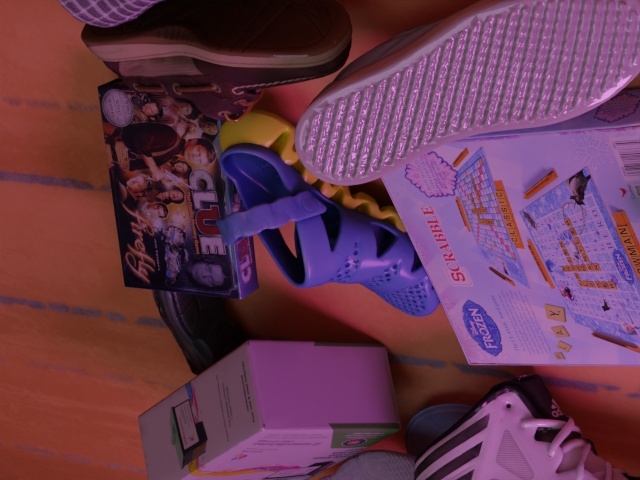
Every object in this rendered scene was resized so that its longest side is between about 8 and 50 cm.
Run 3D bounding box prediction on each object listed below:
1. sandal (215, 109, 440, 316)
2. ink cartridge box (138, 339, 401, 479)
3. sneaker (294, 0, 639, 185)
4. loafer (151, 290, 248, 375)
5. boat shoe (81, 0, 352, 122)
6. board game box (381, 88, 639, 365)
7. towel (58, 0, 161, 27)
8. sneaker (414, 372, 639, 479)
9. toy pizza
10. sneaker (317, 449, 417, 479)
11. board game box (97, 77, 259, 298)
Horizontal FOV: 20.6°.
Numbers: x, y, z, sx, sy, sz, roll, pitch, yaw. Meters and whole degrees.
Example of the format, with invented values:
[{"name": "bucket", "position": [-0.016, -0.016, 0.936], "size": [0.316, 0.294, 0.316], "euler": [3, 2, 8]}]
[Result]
[{"name": "sandal", "position": [0.000, 0.000, 1.920], "size": [0.317, 0.138, 0.126], "euler": [34, 148, -19]}, {"name": "ink cartridge box", "position": [-0.067, 0.222, 2.149], "size": [0.201, 0.117, 0.278], "euler": [4, 155, -34]}, {"name": "sneaker", "position": [0.146, -0.174, 1.687], "size": [0.366, 0.150, 0.135], "euler": [-16, 114, 22]}, {"name": "loafer", "position": [-0.166, 0.087, 2.178], "size": [0.084, 0.096, 0.267], "euler": [9, 137, 35]}, {"name": "boat shoe", "position": [-0.096, -0.190, 1.837], "size": [0.342, 0.123, 0.123], "euler": [4, 137, 36]}, {"name": "board game box", "position": [0.247, -0.004, 1.828], "size": [0.318, 0.066, 0.318], "euler": [-2, 129, 35]}, {"name": "towel", "position": [-0.231, -0.351, 1.722], "size": [0.283, 0.121, 0.235], "euler": [49, 150, -17]}, {"name": "sneaker", "position": [0.304, 0.266, 1.949], "size": [0.448, 0.169, 0.257], "euler": [-10, 82, 18]}, {"name": "toy pizza", "position": [0.199, 0.266, 2.156], "size": [0.201, 0.032, 0.201], "euler": [17, 137, 17]}, {"name": "sneaker", "position": [0.078, 0.332, 2.220], "size": [0.153, 0.101, 0.269], "euler": [9, 152, -41]}, {"name": "board game box", "position": [-0.161, -0.060, 1.999], "size": [0.165, 0.042, 0.243], "euler": [5, 111, 30]}]
